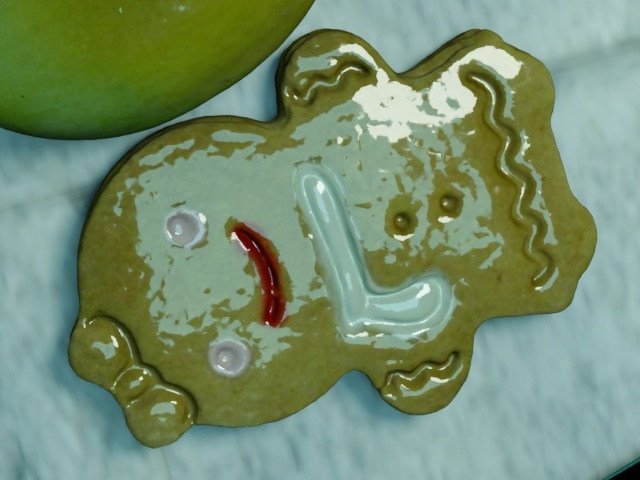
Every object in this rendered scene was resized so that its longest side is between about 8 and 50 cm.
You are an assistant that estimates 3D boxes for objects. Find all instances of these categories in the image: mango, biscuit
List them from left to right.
[{"bbox_3d":[-0.079,-0.116,0.732,0.194,0.092,0.130,-27,103,2],"label":"mango"},{"bbox_3d":[0.000,0.001,0.789,0.249,0.035,0.184,-17,100,-4],"label":"biscuit"}]

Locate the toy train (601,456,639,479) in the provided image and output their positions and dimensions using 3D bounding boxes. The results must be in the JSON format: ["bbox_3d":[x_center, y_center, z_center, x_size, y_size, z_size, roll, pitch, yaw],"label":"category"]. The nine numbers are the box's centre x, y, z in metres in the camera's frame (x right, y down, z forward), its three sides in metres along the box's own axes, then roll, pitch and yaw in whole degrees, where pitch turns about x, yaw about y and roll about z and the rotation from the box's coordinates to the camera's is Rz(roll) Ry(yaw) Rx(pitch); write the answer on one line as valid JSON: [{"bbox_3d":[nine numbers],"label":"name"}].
[{"bbox_3d":[0.106,0.158,0.824,0.209,0.042,0.044,-31,123,-1],"label":"toy train"}]
